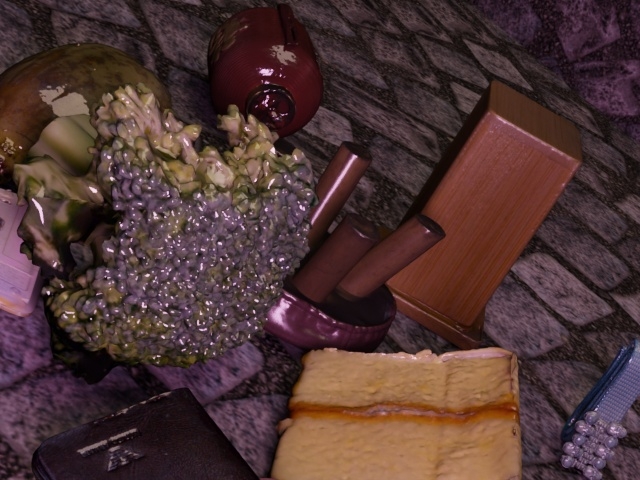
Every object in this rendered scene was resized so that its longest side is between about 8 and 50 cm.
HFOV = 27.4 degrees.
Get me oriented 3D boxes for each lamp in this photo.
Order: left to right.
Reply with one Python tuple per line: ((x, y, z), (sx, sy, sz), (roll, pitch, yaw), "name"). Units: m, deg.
((-0.082, -0.255, 1.970), (0.180, 0.180, 0.258), (23, 26, -22), "lamp")

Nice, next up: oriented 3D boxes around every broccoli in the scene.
((-0.157, -0.010, 1.323), (0.317, 0.277, 0.338), (32, 27, -11), "broccoli")

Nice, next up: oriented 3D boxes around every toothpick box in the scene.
((0.216, -0.042, 1.804), (0.190, 0.308, 0.187), (30, 25, -4), "toothpick box")

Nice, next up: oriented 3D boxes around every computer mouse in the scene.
((-0.327, 0.016, 1.351), (0.102, 0.045, 0.199), (27, 27, -17), "computer mouse")

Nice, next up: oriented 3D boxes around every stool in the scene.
((0.000, 0.000, 1.617), (0.272, 0.178, 0.272), (28, 24, -14), "stool")

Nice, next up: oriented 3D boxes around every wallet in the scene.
((-0.084, 0.241, 1.004), (0.172, 0.045, 0.318), (-14, 46, -39), "wallet")

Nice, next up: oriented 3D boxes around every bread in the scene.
((0.080, 0.199, 1.363), (0.236, 0.198, 0.263), (25, 28, -5), "bread")

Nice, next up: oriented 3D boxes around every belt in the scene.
((0.375, 0.211, 1.694), (0.065, 0.179, 0.100), (27, 24, -3), "belt")

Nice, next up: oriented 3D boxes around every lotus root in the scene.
((-0.297, -0.144, 1.556), (0.173, 0.173, 0.309), (39, 32, 10), "lotus root")

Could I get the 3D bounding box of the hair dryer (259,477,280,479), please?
((-0.135, 0.304, 1.021), (0.352, 0.125, 0.210), (6, 37, -29), "hair dryer")
